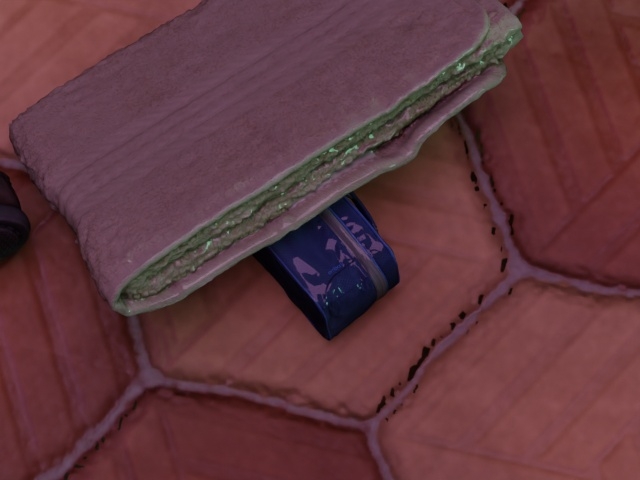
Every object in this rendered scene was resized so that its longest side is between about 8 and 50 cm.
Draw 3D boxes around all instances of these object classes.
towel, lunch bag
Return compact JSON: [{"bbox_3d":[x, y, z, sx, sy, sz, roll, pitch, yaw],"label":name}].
[{"bbox_3d":[-0.035,-0.085,1.004,0.282,0.049,0.187,-32,44,-7],"label":"towel"},{"bbox_3d":[0.000,0.000,1.005,0.065,0.067,0.098,-37,74,-10],"label":"lunch bag"}]

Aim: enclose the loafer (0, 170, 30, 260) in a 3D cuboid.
[{"bbox_3d":[-0.324,-0.004,0.996,0.303,0.109,0.095,-16,70,-1],"label":"loafer"}]
